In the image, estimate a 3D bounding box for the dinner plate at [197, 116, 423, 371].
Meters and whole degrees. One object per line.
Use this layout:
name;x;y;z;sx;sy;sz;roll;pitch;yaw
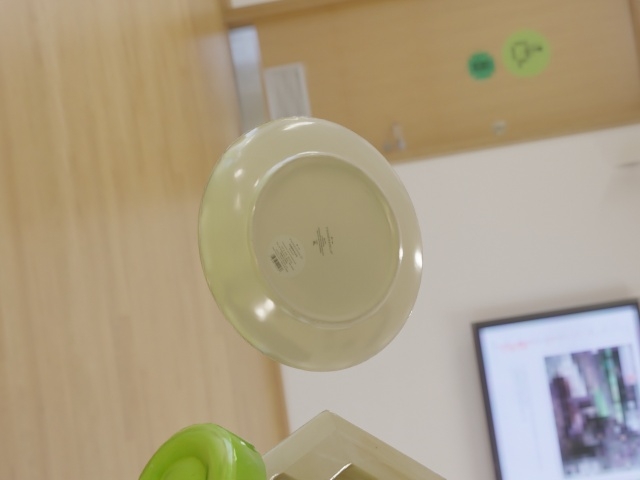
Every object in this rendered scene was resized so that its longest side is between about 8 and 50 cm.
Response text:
dinner plate;0.000;0.000;0.768;0.017;0.141;0.141;-21;-104;59

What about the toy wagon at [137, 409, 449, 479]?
toy wagon;0.047;0.220;0.506;0.267;0.068;0.344;34;30;-35
